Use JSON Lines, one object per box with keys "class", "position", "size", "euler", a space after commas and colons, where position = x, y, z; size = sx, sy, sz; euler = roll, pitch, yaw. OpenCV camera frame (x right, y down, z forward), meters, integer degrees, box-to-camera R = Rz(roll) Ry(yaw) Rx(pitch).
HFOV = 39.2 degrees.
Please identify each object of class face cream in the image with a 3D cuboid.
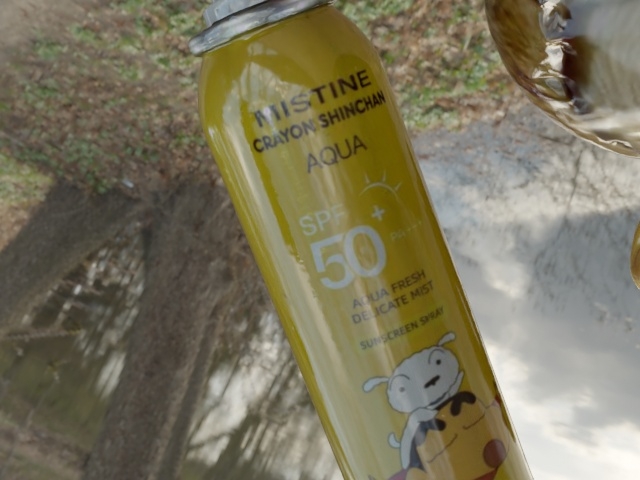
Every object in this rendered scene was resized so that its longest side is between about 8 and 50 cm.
{"class": "face cream", "position": [0.017, 0.005, 0.495], "size": [0.105, 0.105, 0.349], "euler": [-8, 106, 54]}

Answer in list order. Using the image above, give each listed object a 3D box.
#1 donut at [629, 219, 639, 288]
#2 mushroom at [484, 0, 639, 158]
{"class": "donut", "position": [0.458, -0.010, 0.848], "size": [0.150, 0.299, 0.317], "euler": [0, 155, -46]}
{"class": "mushroom", "position": [0.213, -0.109, 0.418], "size": [0.267, 0.254, 0.267], "euler": [16, 169, 3]}
